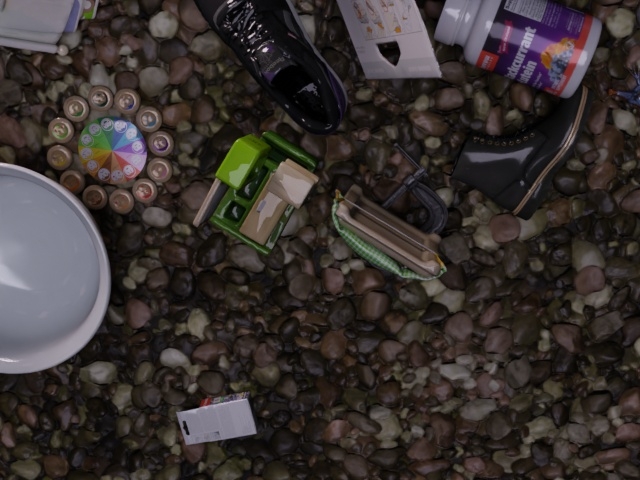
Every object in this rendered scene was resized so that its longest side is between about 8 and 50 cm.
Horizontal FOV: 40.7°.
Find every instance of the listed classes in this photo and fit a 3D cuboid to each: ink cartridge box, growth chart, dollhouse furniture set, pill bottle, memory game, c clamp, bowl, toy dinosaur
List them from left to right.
[{"bbox_3d":[-0.423,0.024,1.211,0.297,0.134,0.298,1,107,3],"label":"bowl"},{"bbox_3d":[-0.336,-0.339,1.098,0.021,0.172,0.237,46,115,32],"label":"growth chart"},{"bbox_3d":[-0.298,-0.127,1.223,0.186,0.012,0.186,0,107,1],"label":"memory game"},{"bbox_3d":[-0.159,0.275,1.333,0.115,0.029,0.063,-11,107,6],"label":"ink cartridge box"},{"bbox_3d":[0.000,0.000,1.136,0.301,0.197,0.151,32,104,1],"label":"dollhouse furniture set"},{"bbox_3d":[0.073,-0.312,1.015,0.060,0.275,0.239,-27,106,-8],"label":"ink cartridge box"},{"bbox_3d":[0.107,-0.039,1.234,0.137,0.022,0.161,37,103,-14],"label":"c clamp"},{"bbox_3d":[0.248,-0.264,1.106,0.193,0.108,0.108,21,107,5],"label":"pill bottle"},{"bbox_3d":[0.430,-0.187,1.166,0.082,0.047,0.090,0,119,21],"label":"toy dinosaur"}]

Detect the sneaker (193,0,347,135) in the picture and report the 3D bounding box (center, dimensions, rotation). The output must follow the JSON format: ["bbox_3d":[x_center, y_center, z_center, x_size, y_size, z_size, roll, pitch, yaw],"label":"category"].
[{"bbox_3d":[-0.064,-0.257,1.115,0.107,0.124,0.283,-41,101,12],"label":"sneaker"}]

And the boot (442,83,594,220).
[{"bbox_3d":[0.267,-0.140,1.170,0.137,0.077,0.198,25,105,0],"label":"boot"}]
